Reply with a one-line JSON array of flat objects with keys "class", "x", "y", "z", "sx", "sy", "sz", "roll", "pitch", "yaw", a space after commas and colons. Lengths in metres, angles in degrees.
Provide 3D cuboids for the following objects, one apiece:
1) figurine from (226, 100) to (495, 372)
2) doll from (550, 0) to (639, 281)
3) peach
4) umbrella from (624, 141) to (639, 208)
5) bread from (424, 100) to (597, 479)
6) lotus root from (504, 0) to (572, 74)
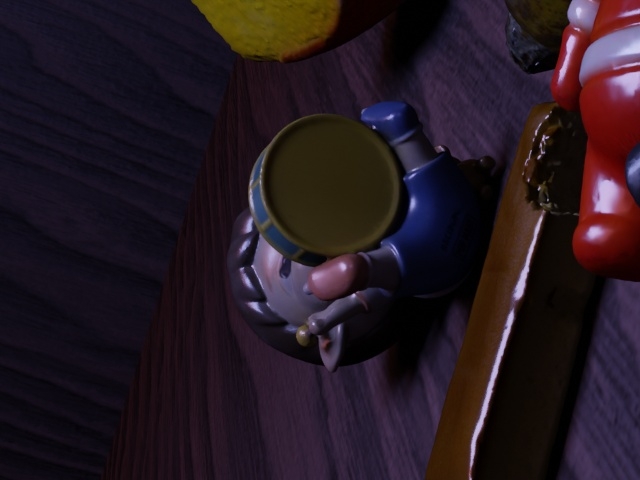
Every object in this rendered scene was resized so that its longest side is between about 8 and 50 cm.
[{"class": "figurine", "x": 0.008, "y": 0.004, "z": 1.330, "sx": 0.161, "sy": 0.158, "sz": 0.275, "roll": -67, "pitch": 7, "yaw": -23}, {"class": "doll", "x": 0.175, "y": -0.150, "z": 0.800, "sx": 0.200, "sy": 0.105, "sz": 0.336, "roll": -9, "pitch": 71, "yaw": 60}, {"class": "peach", "x": 0.008, "y": -0.315, "z": 1.649, "sx": 0.306, "sy": 0.242, "sz": 0.380, "roll": -39, "pitch": 15, "yaw": 36}, {"class": "umbrella", "x": 0.189, "y": -0.066, "z": 0.640, "sx": 0.224, "sy": 0.071, "sz": 0.080, "roll": -42, "pitch": 24, "yaw": 44}, {"class": "bread", "x": 0.112, "y": 0.034, "z": 1.021, "sx": 0.088, "sy": 0.049, "sz": 0.226, "roll": 159, "pitch": 128, "yaw": -78}, {"class": "lotus root", "x": 0.149, "y": -0.164, "z": 0.963, "sx": 0.120, "sy": 0.120, "sz": 0.209, "roll": -84, "pitch": 12, "yaw": -48}]
